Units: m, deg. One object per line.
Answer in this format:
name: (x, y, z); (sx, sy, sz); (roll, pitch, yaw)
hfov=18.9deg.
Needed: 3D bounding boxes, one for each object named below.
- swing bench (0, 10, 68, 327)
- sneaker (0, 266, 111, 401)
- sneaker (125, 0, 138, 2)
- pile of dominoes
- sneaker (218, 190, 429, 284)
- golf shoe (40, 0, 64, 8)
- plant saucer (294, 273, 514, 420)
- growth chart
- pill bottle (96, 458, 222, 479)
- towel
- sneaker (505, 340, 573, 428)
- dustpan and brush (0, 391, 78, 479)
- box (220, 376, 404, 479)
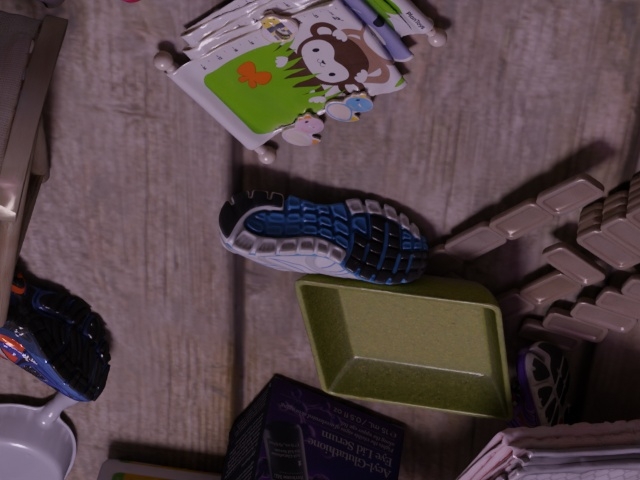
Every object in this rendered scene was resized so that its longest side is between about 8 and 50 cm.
swing bench: (-0.351, -0.081, 1.543); (0.253, 0.165, 0.255); (14, 150, -3)
sneaker: (-0.287, 0.079, 1.828); (0.087, 0.083, 0.221); (-15, 131, 45)
sneaker: (-0.241, -0.258, 1.383); (0.299, 0.112, 0.121); (12, 140, -3)
pile of dominoes: (0.225, 0.014, 1.695); (0.196, 0.040, 0.251); (31, 143, -26)
sneaker: (0.000, 0.000, 1.692); (0.190, 0.071, 0.083); (12, 165, -8)
golf shoe: (-0.273, -0.215, 1.478); (0.176, 0.069, 0.086); (13, 146, -4)
plant saucer: (0.083, 0.085, 1.759); (0.188, 0.045, 0.188); (7, 144, 15)
growth chart: (-0.015, -0.149, 1.542); (0.172, 0.021, 0.237); (35, 134, -29)
pill bottle: (-0.115, 0.311, 2.010); (0.245, 0.136, 0.136); (8, 140, 1)
towel: (0.242, 0.271, 1.862); (0.332, 0.053, 0.317); (0, 145, -29)
sneaker: (0.196, 0.155, 1.822); (0.071, 0.068, 0.170); (11, 146, 18)
dustpan and brush: (-0.296, 0.197, 1.983); (0.147, 0.060, 0.211); (29, 143, -24)
box: (-0.016, 0.263, 1.880); (0.153, 0.207, 0.108); (22, 138, -16)
